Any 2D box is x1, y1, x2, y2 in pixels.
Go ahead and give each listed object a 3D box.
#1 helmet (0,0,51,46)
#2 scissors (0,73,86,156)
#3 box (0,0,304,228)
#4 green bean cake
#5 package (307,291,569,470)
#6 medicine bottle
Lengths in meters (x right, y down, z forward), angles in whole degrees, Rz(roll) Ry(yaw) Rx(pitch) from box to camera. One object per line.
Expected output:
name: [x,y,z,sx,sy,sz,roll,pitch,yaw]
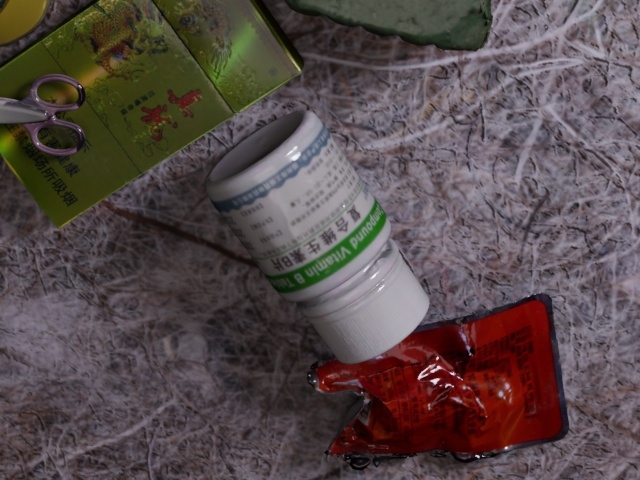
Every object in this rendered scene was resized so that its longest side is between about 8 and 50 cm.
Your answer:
helmet: [-0.394,-0.262,1.447,0.257,0.140,0.205,13,114,2]
scissors: [-0.320,-0.129,1.511,0.176,0.022,0.085,5,114,2]
box: [-0.191,-0.160,1.522,0.311,0.043,0.173,-31,107,16]
green bean cake: [0.086,-0.302,1.395,0.223,0.125,0.227,16,112,0]
package: [0.127,0.164,1.626,0.270,0.071,0.194,-8,127,4]
medicine bottle: [0.000,0.000,1.525,0.139,0.139,0.237,-28,108,16]
